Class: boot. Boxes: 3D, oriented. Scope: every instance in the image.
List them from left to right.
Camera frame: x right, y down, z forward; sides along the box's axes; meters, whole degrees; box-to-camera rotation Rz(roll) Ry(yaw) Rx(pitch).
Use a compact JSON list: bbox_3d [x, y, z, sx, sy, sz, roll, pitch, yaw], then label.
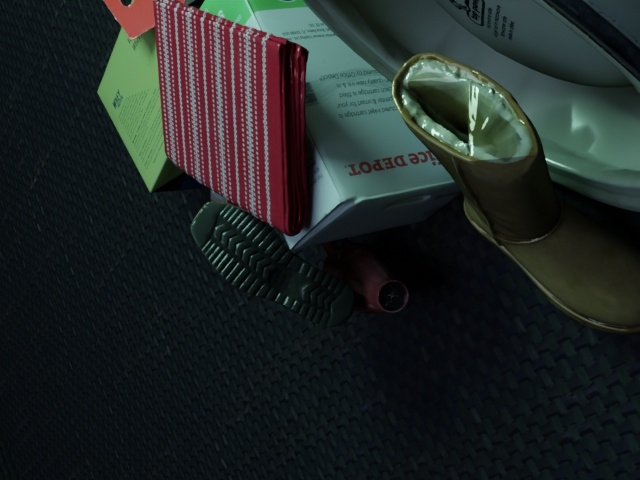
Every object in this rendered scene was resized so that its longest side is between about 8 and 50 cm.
[{"bbox_3d":[-0.065,0.032,1.097,0.198,0.077,0.137,38,173,-10],"label":"boot"},{"bbox_3d":[0.184,-0.026,0.817,0.236,0.269,0.089,33,85,26],"label":"boot"}]

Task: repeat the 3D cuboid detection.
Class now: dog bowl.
[{"bbox_3d":[0.154,-0.194,0.754,0.408,0.408,0.150,33,87,43],"label":"dog bowl"}]

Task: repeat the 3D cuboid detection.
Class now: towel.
[{"bbox_3d":[-0.097,-0.136,1.009,0.275,0.031,0.199,32,129,48],"label":"towel"}]

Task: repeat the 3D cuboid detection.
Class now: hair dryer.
[{"bbox_3d":[0.000,0.000,1.141,0.080,0.223,0.293,-47,56,-3],"label":"hair dryer"}]

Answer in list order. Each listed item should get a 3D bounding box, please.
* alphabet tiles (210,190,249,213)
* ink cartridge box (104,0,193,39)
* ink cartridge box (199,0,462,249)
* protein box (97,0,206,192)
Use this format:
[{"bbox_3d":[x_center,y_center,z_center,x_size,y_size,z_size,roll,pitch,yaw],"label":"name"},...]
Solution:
[{"bbox_3d":[-0.126,-0.121,1.411,0.198,0.009,0.237,23,117,47],"label":"alphabet tiles"},{"bbox_3d":[-0.198,-0.389,1.270,0.181,0.224,0.056,54,172,27],"label":"ink cartridge box"},{"bbox_3d":[0.016,-0.153,1.053,0.121,0.211,0.289,-41,67,49],"label":"ink cartridge box"},{"bbox_3d":[-0.185,-0.209,1.341,0.201,0.136,0.200,58,135,27],"label":"protein box"}]
